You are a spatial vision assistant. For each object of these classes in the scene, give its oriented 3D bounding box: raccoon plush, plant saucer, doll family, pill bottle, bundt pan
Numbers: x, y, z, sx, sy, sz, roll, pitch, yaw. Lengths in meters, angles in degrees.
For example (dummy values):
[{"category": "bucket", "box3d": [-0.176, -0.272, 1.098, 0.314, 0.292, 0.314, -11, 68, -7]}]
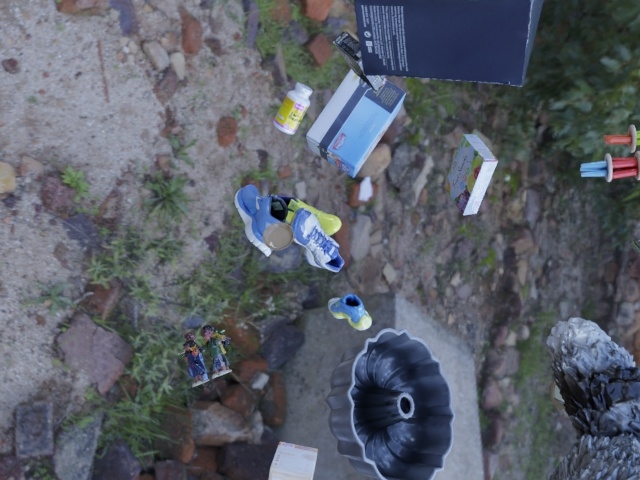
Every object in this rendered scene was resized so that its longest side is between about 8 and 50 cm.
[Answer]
[{"category": "raccoon plush", "box3d": [0.229, 0.266, 0.535, 0.299, 0.446, 0.216, 18, 123, -28]}, {"category": "plant saucer", "box3d": [-0.110, -0.008, 1.457, 0.083, 0.083, 0.015, -60, 161, -23]}, {"category": "doll family", "box3d": [-0.235, 0.226, 1.114, 0.076, 0.193, 0.111, -10, 75, -51]}, {"category": "pill bottle", "box3d": [-0.046, -0.230, 0.963, 0.043, 0.043, 0.083, 3, 126, -47]}, {"category": "bundt pan", "box3d": [0.142, 0.362, 1.205, 0.331, 0.124, 0.330, 17, 63, -36]}]

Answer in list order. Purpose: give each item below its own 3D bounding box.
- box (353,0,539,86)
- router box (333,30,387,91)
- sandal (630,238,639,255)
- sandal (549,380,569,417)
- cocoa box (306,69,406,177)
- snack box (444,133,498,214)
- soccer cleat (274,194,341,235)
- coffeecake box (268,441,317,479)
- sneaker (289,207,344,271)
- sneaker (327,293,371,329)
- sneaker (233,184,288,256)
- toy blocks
[{"category": "box", "box3d": [0.270, -0.488, 1.085, 0.179, 0.313, 0.343, 74, 32, -52]}, {"category": "router box", "box3d": [0.090, -0.397, 1.229, 0.038, 0.092, 0.122, -44, 149, 7]}, {"category": "sandal", "box3d": [0.997, 0.130, 1.619, 0.120, 0.086, 0.302, 19, 40, -38]}, {"category": "sandal", "box3d": [0.468, 0.269, 0.923, 0.049, 0.180, 0.072, 113, -15, -86]}, {"category": "cocoa box", "box3d": [0.136, -0.458, 2.139, 0.347, 0.228, 0.231, -56, 177, -2]}, {"category": "snack box", "box3d": [0.315, -0.139, 1.170, 0.037, 0.100, 0.141, -4, 134, -15]}, {"category": "soccer cleat", "box3d": [-0.059, -0.089, 1.924, 0.093, 0.289, 0.121, -54, 140, -22]}, {"category": "coffeecake box", "box3d": [-0.092, 0.778, 1.904, 0.185, 0.142, 0.068, -50, 149, -81]}, {"category": "sneaker", "box3d": [0.000, 0.000, 1.797, 0.112, 0.131, 0.296, -58, 149, -16]}, {"category": "sneaker", "box3d": [0.099, 0.233, 2.041, 0.091, 0.240, 0.126, -31, 120, -25]}, {"category": "sneaker", "box3d": [-0.174, -0.088, 1.777, 0.147, 0.330, 0.130, -37, 131, 6]}, {"category": "toy blocks", "box3d": [0.560, -0.163, 1.027, 0.054, 0.148, 0.123, 65, 29, -49]}]
